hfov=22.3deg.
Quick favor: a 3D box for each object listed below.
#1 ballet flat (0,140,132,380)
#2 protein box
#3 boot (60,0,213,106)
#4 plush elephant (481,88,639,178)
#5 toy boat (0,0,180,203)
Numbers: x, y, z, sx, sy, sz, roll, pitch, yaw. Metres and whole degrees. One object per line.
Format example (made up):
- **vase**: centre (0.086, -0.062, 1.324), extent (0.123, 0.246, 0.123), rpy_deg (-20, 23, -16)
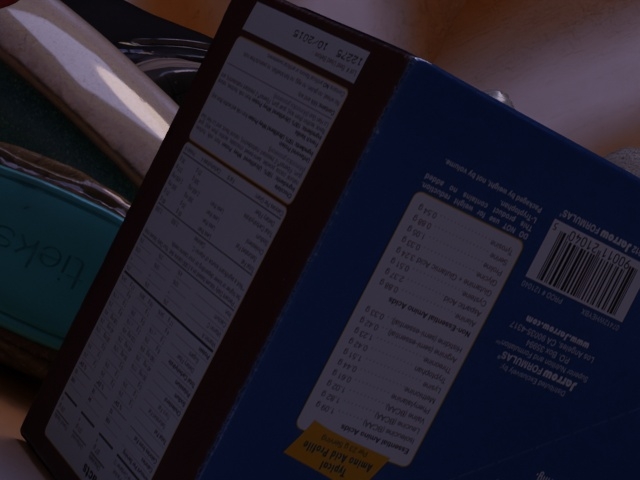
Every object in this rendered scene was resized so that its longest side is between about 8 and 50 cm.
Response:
- **ballet flat**: centre (-0.219, -0.034, 0.737), extent (0.342, 0.116, 0.124), rpy_deg (27, -15, -6)
- **protein box**: centre (0.029, 0.042, 0.630), extent (0.200, 0.201, 0.136), rpy_deg (24, 6, -33)
- **boot**: centre (-0.104, -0.114, 1.339), extent (0.284, 0.138, 0.377), rpy_deg (31, 16, 38)
- **plush elephant**: centre (0.139, 0.029, 1.028), extent (0.330, 0.255, 0.272), rpy_deg (29, 5, 12)
- **toy boat**: centre (-0.179, -0.082, 0.899), extent (0.267, 0.148, 0.318), rpy_deg (39, -20, 14)
